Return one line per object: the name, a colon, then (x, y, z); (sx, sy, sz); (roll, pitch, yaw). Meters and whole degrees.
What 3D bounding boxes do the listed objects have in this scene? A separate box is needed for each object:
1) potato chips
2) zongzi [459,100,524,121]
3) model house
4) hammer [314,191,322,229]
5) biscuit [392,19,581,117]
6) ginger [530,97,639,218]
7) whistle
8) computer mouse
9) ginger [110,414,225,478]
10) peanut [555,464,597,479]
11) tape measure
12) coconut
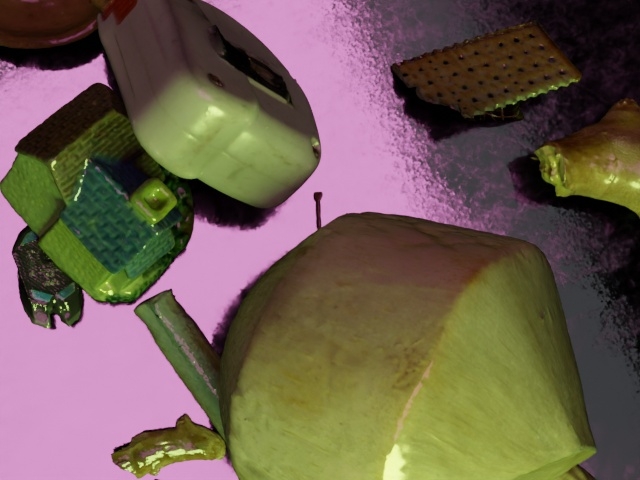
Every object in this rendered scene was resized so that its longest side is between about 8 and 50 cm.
potato chips: (-0.347, -0.310, 1.505); (0.208, 0.062, 0.195); (-29, 84, -8)
zongzi: (0.230, -0.169, 1.581); (0.083, 0.073, 0.067); (14, 81, 34)
model house: (-0.229, -0.062, 1.416); (0.195, 0.189, 0.214); (-39, 89, -21)
hammer: (0.000, 0.000, 1.550); (0.029, 0.014, 0.123); (-1, 82, -17)
biscuit: (0.209, -0.209, 1.553); (0.203, 0.016, 0.144); (-20, 48, -11)
ginger: (0.470, -0.104, 1.549); (0.375, 0.166, 0.236); (25, 91, -11)
whistle: (-0.110, 0.201, 1.490); (0.057, 0.068, 0.326); (-34, 91, 21)
computer mouse: (-0.323, 0.041, 1.481); (0.079, 0.047, 0.135); (-9, 77, -19)
ginger: (-0.182, 0.248, 1.489); (0.137, 0.044, 0.057); (-10, 57, -14)
peanut: (0.297, 0.371, 1.489); (0.153, 0.140, 0.325); (-36, 94, -23)
tape measure: (-0.123, -0.174, 1.423); (0.265, 0.258, 0.130); (26, 117, -40)
coconut: (0.101, 0.164, 1.348); (0.415, 0.345, 0.415); (-11, 57, 17)
